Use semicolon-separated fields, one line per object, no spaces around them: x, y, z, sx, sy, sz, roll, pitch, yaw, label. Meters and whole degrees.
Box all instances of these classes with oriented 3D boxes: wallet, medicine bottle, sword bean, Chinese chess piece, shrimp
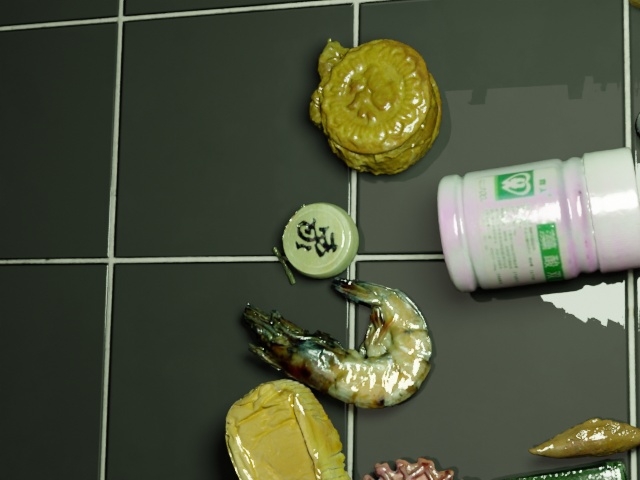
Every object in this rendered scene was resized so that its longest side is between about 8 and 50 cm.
0.415;0.472;1.830;0.236;0.055;0.160;-14;77;17;wallet
0.376;-0.032;1.822;0.325;0.212;0.212;-8;81;14;medicine bottle
-0.068;0.047;2.044;0.012;0.012;0.083;-33;75;10;sword bean
0.000;0.000;2.005;0.144;0.058;0.144;-2;82;17;Chinese chess piece
0.034;0.167;1.977;0.365;0.071;0.233;24;81;18;shrimp

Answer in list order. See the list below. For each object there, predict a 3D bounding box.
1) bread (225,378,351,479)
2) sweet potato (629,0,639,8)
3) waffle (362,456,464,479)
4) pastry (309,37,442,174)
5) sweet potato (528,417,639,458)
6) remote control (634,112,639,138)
-0.059;0.374;1.937;0.179;0.133;0.250;-30;75;12;bread
0.654;-0.394;1.858;0.243;0.077;0.077;27;91;14;sweet potato
0.166;0.496;1.898;0.234;0.055;0.221;14;87;18;waffle
0.104;-0.241;1.978;0.235;0.132;0.240;7;79;25;pastry
0.456;0.340;1.828;0.206;0.060;0.068;-15;93;6;sweet potato
0.636;-0.119;1.840;0.090;0.066;0.266;-32;71;-4;remote control
